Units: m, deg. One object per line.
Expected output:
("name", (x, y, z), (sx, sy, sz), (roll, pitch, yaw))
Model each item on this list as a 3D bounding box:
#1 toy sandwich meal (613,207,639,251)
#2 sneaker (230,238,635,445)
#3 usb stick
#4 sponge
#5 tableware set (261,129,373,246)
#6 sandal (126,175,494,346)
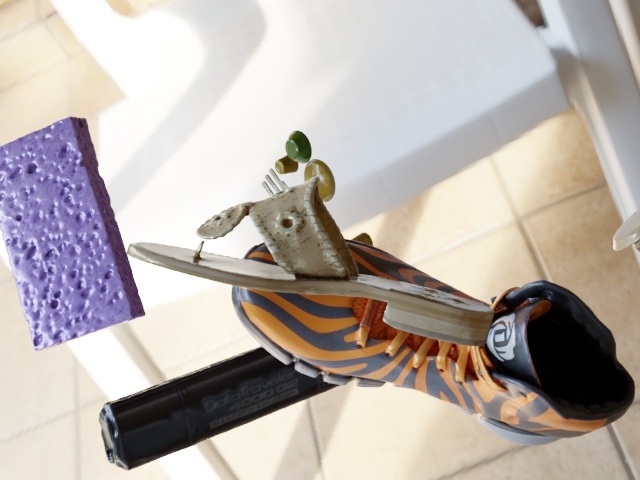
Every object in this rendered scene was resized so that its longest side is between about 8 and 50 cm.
("toy sandwich meal", (0.318, -0.011, 1.139), (0.085, 0.029, 0.085), (-43, 4, 3))
("sneaker", (0.096, 0.061, 0.907), (0.321, 0.180, 0.124), (18, 73, -8))
("usb stick", (-0.082, 0.148, 1.165), (0.278, 0.077, 0.045), (-19, 28, -22))
("sponge", (-0.255, -0.006, 1.165), (0.117, 0.031, 0.210), (-21, 82, 19))
("tableware set", (0.001, -0.040, 1.280), (0.024, 0.104, 0.154), (-22, 66, -39))
("sandal", (0.000, -0.001, 0.770), (0.240, 0.088, 0.079), (14, 96, 4))
